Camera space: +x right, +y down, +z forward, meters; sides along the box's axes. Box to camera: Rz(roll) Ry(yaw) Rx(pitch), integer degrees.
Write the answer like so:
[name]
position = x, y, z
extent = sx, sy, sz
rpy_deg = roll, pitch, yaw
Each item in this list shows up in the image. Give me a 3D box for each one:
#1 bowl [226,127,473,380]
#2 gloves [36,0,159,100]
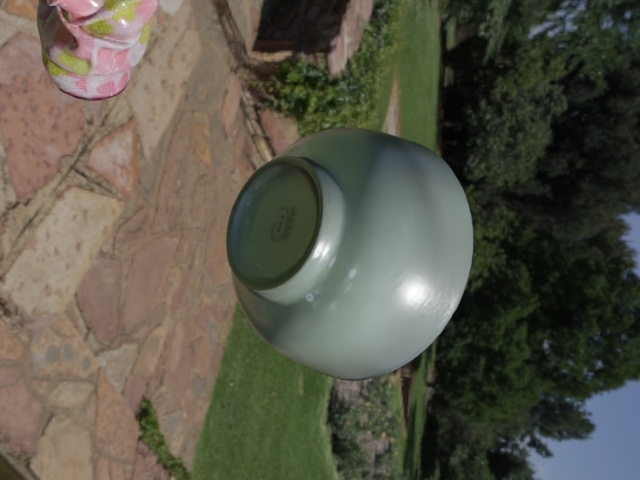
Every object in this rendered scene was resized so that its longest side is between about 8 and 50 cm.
[bowl]
position = 0.000, 0.000, 0.846
extent = 0.185, 0.353, 0.354
rpy_deg = 20, 71, -45
[gloves]
position = -0.165, -0.220, 0.463
extent = 0.241, 0.126, 0.145
rpy_deg = -50, -166, 54
